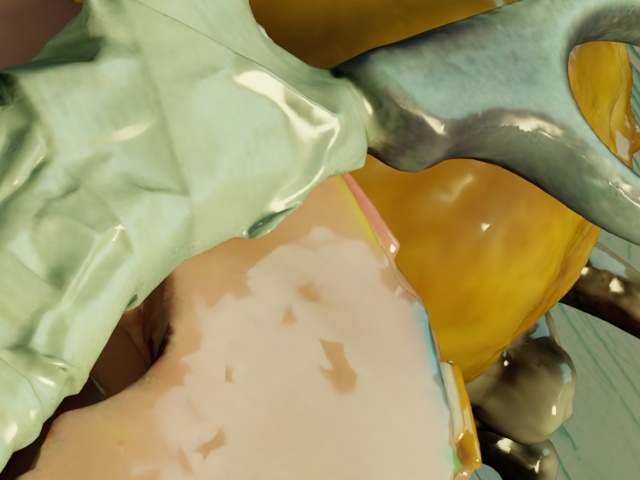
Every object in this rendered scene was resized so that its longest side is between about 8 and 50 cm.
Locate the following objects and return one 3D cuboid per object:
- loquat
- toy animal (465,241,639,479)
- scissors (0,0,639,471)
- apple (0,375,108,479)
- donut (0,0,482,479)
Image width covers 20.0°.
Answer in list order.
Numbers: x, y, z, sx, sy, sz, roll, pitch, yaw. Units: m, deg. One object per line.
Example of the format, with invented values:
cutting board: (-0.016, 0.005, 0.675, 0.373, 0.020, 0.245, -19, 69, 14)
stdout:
loquat: (-0.026, -0.061, 0.669, 0.276, 0.283, 0.276, -4, 90, -81)
toy animal: (0.000, 0.000, 1.003, 0.344, 0.194, 0.302, 40, 16, 28)
scissors: (-0.039, -0.032, 0.421, 0.256, 0.029, 0.383, 48, 47, 5)
apple: (-0.029, 0.100, 0.554, 0.153, 0.120, 0.153, 55, 6, -8)
donut: (-0.066, 0.038, 0.432, 0.233, 0.199, 0.085, 59, -38, 18)
